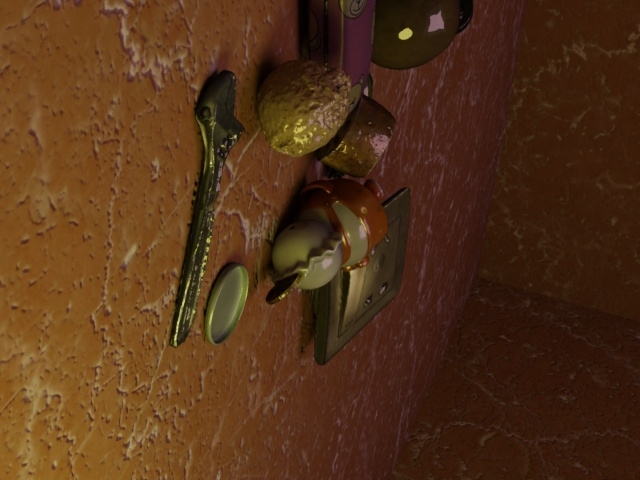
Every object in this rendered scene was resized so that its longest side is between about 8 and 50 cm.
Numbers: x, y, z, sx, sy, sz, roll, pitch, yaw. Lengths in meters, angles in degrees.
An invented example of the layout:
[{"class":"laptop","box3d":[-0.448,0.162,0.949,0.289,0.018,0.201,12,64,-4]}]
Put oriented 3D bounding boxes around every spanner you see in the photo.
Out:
[{"class":"spanner","box3d":[-0.131,-0.030,1.078,0.093,0.026,0.325,-27,132,-68]}]

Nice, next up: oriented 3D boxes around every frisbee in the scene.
[{"class":"frisbee","box3d":[-0.121,0.081,1.234,0.110,0.014,0.110,17,90,-74]}]

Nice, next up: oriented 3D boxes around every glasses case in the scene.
[{"class":"glasses case","box3d":[0.028,-0.299,1.266,0.316,0.076,0.123,90,20,-44]}]

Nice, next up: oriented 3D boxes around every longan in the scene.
[{"class":"longan","box3d":[0.123,-0.331,1.406,0.187,0.167,0.167,-15,120,-76]}]

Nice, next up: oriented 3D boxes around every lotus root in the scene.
[{"class":"lotus root","box3d":[0.054,-0.151,1.408,0.122,0.081,0.112,-63,-170,-16]}]

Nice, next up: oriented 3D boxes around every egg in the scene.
[{"class":"egg","box3d":[-0.020,-0.162,1.162,0.140,0.118,0.116,-68,148,-51]}]

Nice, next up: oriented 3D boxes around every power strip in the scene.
[{"class":"power strip","box3d":[0.057,0.052,1.671,0.251,0.092,0.257,-44,148,-45]}]

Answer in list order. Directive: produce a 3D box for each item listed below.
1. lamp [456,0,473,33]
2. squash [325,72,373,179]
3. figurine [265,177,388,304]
[{"class":"lamp","box3d":[0.167,-0.500,1.617,0.130,0.108,0.371,-58,146,-12]},{"class":"squash","box3d":[0.045,-0.180,1.493,0.052,0.052,0.183,-28,135,-69]},{"class":"figurine","box3d":[0.007,0.005,1.393,0.143,0.143,0.271,84,25,-52]}]
